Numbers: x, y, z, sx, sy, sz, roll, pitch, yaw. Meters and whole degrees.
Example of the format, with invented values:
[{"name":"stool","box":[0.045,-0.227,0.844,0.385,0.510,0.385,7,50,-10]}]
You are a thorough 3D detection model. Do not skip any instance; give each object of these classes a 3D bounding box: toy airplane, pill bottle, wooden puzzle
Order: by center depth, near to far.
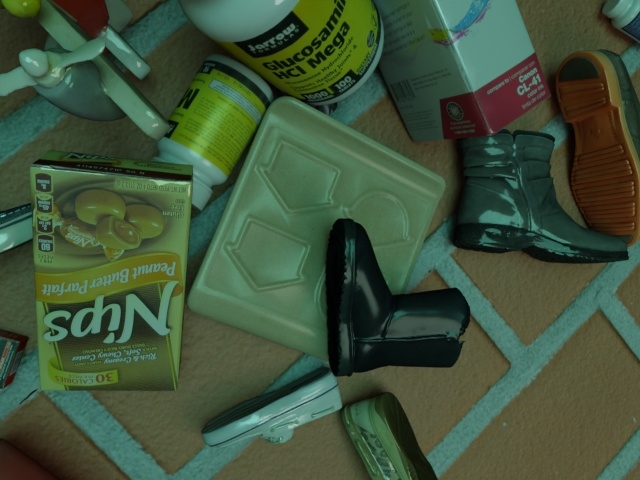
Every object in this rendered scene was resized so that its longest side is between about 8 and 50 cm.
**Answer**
[{"name":"toy airplane","box":[-0.358,-0.296,0.600,0.272,0.386,0.384,-43,130,-18]},{"name":"pill bottle","box":[-0.057,-0.309,0.649,0.187,0.334,0.188,-3,83,26]},{"name":"pill bottle","box":[-0.168,-0.157,0.771,0.119,0.119,0.209,30,81,-11]},{"name":"wooden puzzle","box":[0.000,0.000,0.822,0.322,0.080,0.348,24,88,-18]},{"name":"pill bottle","box":[0.608,-0.429,0.996,0.120,0.067,0.067,25,83,-12]}]

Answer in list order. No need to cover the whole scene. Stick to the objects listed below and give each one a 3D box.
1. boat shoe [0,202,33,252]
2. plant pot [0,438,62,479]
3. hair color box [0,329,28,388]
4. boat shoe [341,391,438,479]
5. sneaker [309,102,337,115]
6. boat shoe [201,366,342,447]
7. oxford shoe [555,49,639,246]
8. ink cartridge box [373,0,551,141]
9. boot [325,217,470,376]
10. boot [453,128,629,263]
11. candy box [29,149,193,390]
[{"name":"boat shoe","box":[-0.540,-0.024,0.670,0.340,0.127,0.158,-21,101,-13]},{"name":"plant pot","box":[-0.379,0.430,0.644,0.243,0.275,0.275,37,80,-19]},{"name":"hair color box","box":[-0.496,0.151,0.721,0.141,0.043,0.072,18,85,-12]},{"name":"boat shoe","box":[0.127,0.388,0.850,0.089,0.104,0.285,-22,89,24]},{"name":"sneaker","box":[-0.014,-0.254,0.857,0.057,0.047,0.119,-37,95,-38]},{"name":"boat shoe","box":[-0.066,0.277,0.802,0.226,0.083,0.076,-21,92,-14]},{"name":"oxford shoe","box":[0.544,-0.170,0.947,0.132,0.130,0.364,-18,100,-28]},{"name":"ink cartridge box","box":[0.177,-0.314,0.780,0.131,0.226,0.306,-31,108,-11]},{"name":"boot","box":[0.116,0.082,0.773,0.207,0.094,0.247,-4,103,-14]},{"name":"boot","box":[0.399,-0.079,0.912,0.338,0.118,0.223,9,83,-15]},{"name":"candy box","box":[-0.274,0.050,0.698,0.182,0.087,0.317,4,111,-13]}]
